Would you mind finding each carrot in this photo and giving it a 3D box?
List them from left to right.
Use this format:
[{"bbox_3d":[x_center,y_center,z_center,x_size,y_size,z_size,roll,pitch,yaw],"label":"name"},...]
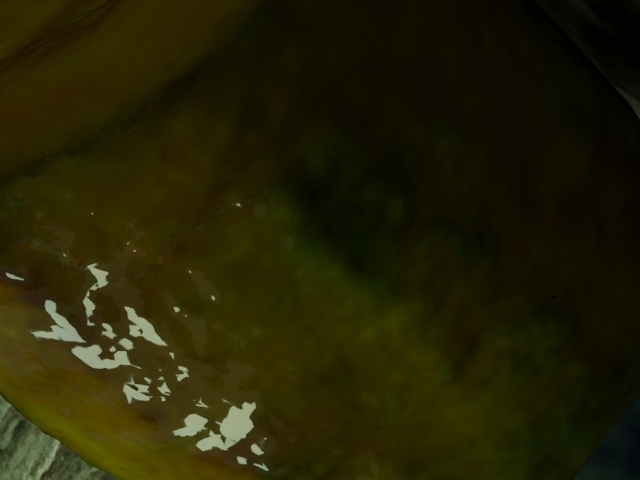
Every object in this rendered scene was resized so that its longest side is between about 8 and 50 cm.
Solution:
[{"bbox_3d":[0.000,0.000,0.604,0.340,0.241,0.241,41,168,-34],"label":"carrot"}]

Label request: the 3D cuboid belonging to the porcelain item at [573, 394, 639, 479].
[{"bbox_3d":[0.130,0.122,0.840,0.405,0.242,0.178,27,145,21],"label":"porcelain item"}]
